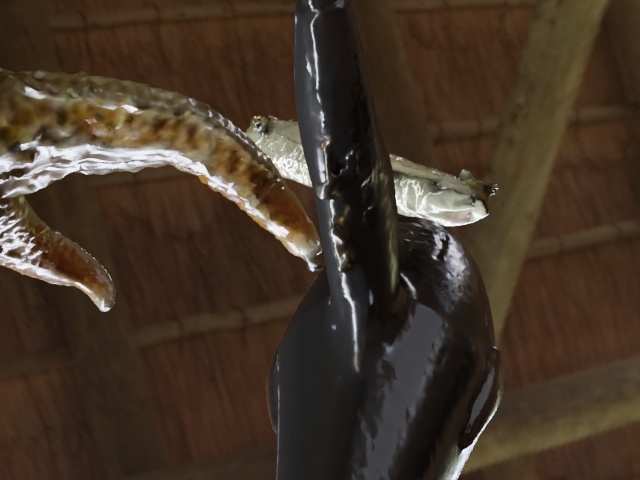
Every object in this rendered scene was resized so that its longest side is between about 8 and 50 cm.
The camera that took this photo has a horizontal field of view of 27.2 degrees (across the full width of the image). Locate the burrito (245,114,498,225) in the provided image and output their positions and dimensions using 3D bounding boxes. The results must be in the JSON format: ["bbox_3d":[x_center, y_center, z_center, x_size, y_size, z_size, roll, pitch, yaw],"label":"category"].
[{"bbox_3d":[0.024,-0.044,0.860,0.045,0.185,0.041,-13,-62,-58],"label":"burrito"}]

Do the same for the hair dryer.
[{"bbox_3d":[0.000,0.000,0.566,0.304,0.120,0.359,-65,-30,-52],"label":"hair dryer"}]

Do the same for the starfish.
[{"bbox_3d":[-0.091,-0.031,0.360,0.247,0.138,0.050,31,-122,-61],"label":"starfish"}]
